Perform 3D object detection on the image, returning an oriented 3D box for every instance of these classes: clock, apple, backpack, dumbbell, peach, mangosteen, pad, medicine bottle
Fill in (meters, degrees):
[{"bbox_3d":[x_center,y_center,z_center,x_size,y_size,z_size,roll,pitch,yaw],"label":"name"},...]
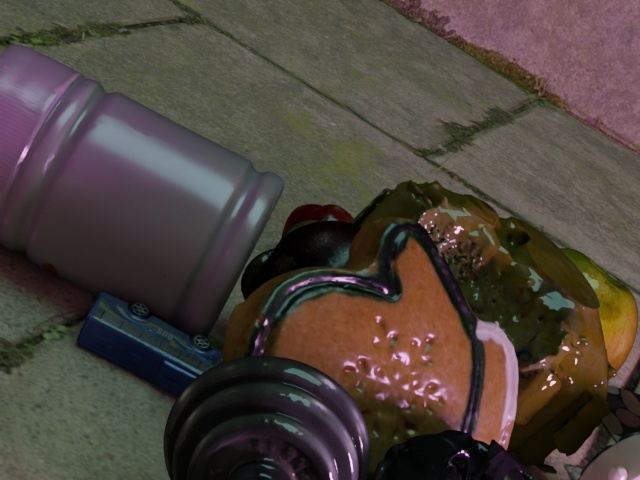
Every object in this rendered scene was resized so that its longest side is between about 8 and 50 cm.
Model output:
[{"bbox_3d":[0.346,0.273,1.423,0.229,0.155,0.063,-17,35,-11],"label":"clock"},{"bbox_3d":[0.314,0.103,1.739,0.196,0.196,0.196,24,22,-10],"label":"apple"},{"bbox_3d":[0.135,0.261,1.193,0.206,0.133,0.258,56,23,5],"label":"backpack"},{"bbox_3d":[-0.053,0.231,0.998,0.179,0.179,0.406,26,21,-7],"label":"dumbbell"},{"bbox_3d":[0.001,0.000,1.701,0.101,0.101,0.101,24,22,-10],"label":"peach"},{"bbox_3d":[-0.004,0.063,1.427,0.194,0.194,0.230,10,18,-39],"label":"mangosteen"},{"bbox_3d":[0.437,0.262,1.765,0.158,0.003,0.235,17,24,-26],"label":"pad"},{"bbox_3d":[-0.217,-0.047,1.387,0.316,0.202,0.202,28,21,-3],"label":"medicine bottle"}]

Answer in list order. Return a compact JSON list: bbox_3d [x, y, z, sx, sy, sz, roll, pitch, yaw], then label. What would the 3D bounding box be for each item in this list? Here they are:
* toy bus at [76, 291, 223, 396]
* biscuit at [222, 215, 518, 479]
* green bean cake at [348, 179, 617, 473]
[{"bbox_3d":[-0.163,0.109,1.316,0.153,0.051,0.061,29,34,-1],"label":"toy bus"},{"bbox_3d":[0.066,0.118,1.298,0.344,0.287,0.057,21,-14,-32],"label":"biscuit"},{"bbox_3d":[0.191,0.079,1.522,0.285,0.202,0.310,32,18,-43],"label":"green bean cake"}]
